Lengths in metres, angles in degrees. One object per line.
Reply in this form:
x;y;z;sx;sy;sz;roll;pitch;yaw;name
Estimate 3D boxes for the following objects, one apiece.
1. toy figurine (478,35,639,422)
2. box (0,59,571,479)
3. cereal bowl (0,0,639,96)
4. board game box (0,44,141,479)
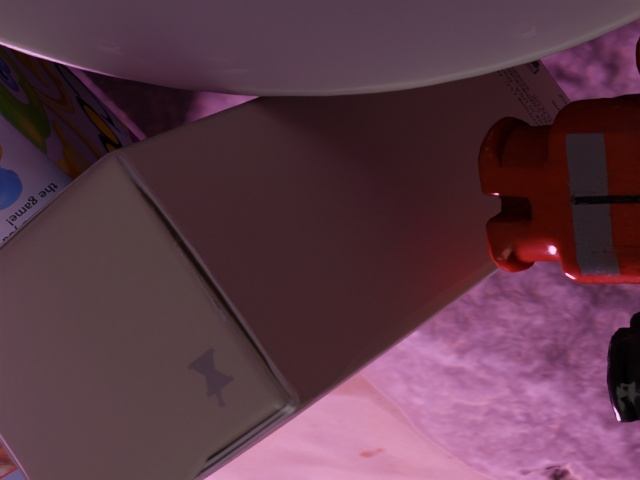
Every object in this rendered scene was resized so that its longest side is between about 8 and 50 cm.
0.167;-0.041;0.551;0.148;0.213;0.209;-2;147;30;toy figurine
0.000;0.000;0.575;0.113;0.094;0.275;-37;175;32;box
-0.013;-0.194;0.398;0.339;0.141;0.339;1;146;1;cereal bowl
-0.165;-0.019;0.623;0.144;0.142;0.275;-36;136;6;board game box
